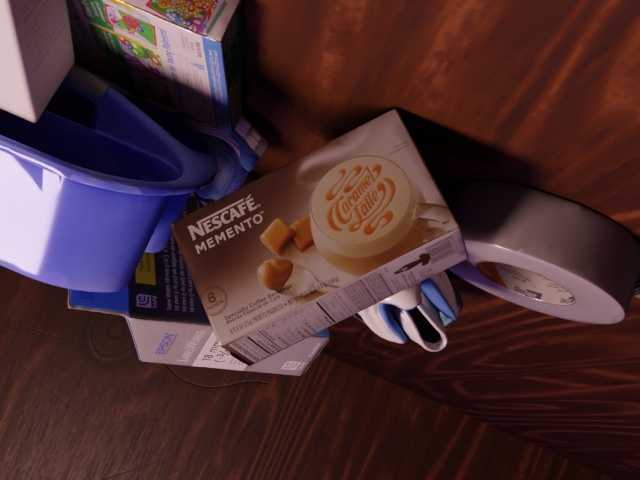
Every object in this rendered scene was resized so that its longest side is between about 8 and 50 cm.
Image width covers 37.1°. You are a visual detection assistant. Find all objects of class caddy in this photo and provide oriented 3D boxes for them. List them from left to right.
[{"bbox_3d":[-0.277,-0.098,0.969,0.341,0.179,0.241,23,-158,2],"label":"caddy"}]

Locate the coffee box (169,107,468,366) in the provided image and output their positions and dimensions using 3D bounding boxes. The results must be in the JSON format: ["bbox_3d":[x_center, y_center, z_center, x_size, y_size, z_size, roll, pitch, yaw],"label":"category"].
[{"bbox_3d":[0.000,0.000,0.927,0.141,0.247,0.098,66,-175,22],"label":"coffee box"}]

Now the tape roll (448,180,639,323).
[{"bbox_3d":[0.235,0.016,1.042,0.219,0.072,0.219,22,167,5],"label":"tape roll"}]

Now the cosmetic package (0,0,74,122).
[{"bbox_3d":[-0.278,-0.204,0.779,0.117,0.085,0.231,24,156,0],"label":"cosmetic package"}]

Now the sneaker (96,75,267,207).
[{"bbox_3d":[-0.232,-0.119,1.147,0.330,0.147,0.130,19,167,26],"label":"sneaker"}]

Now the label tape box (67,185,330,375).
[{"bbox_3d":[-0.172,0.036,1.244,0.334,0.240,0.106,9,140,-24],"label":"label tape box"}]

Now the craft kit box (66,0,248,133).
[{"bbox_3d":[-0.192,-0.207,0.916,0.247,0.061,0.250,21,168,0],"label":"craft kit box"}]

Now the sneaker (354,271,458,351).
[{"bbox_3d":[0.067,0.048,1.124,0.236,0.130,0.323,59,176,22],"label":"sneaker"}]

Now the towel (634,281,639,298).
[{"bbox_3d":[0.414,0.064,1.035,0.113,0.023,0.152,23,168,6],"label":"towel"}]

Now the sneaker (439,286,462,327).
[{"bbox_3d":[0.092,0.050,1.462,0.262,0.104,0.125,8,144,38],"label":"sneaker"}]
